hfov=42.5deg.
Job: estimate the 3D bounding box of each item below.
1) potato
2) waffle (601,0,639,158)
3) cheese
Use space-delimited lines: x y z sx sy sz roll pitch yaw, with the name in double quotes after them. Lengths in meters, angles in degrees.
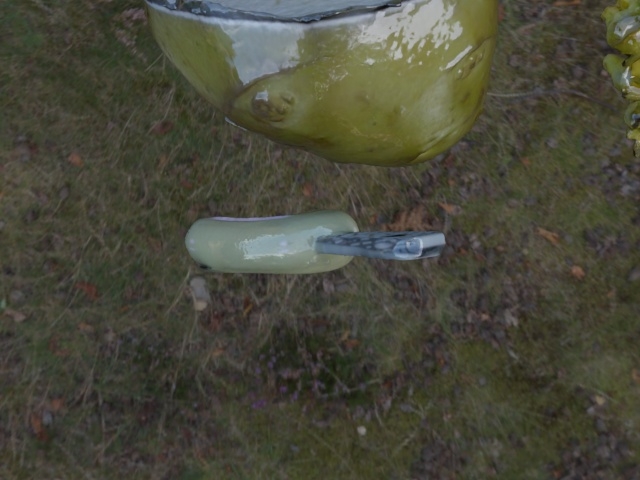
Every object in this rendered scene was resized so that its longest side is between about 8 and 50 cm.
0.009 -0.154 0.711 0.299 0.246 0.196 -10 124 -9 "potato"
0.379 -0.176 0.673 0.329 0.062 0.329 -10 134 -11 "waffle"
0.000 0.001 0.653 0.127 0.235 0.050 -6 94 -36 "cheese"
